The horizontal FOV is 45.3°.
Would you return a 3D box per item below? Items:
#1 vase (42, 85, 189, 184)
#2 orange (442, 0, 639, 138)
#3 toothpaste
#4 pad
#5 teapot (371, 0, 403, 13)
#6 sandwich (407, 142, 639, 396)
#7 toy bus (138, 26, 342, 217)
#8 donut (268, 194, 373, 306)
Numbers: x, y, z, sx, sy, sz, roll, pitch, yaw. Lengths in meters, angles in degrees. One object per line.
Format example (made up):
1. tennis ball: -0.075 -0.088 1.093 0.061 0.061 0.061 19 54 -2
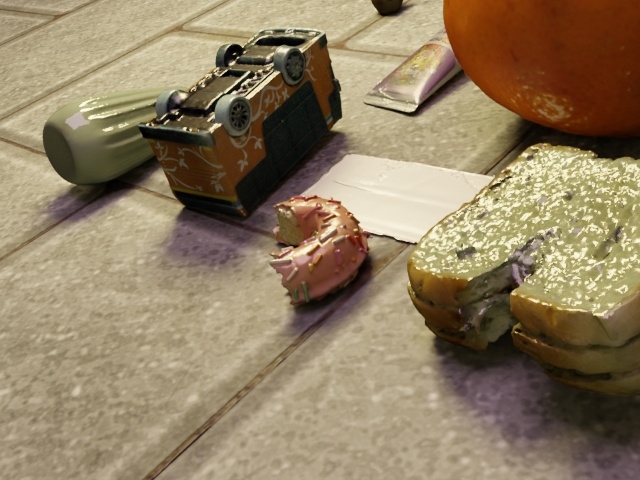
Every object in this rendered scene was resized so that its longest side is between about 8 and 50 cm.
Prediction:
1. vase: -0.296 -0.175 1.186 0.128 0.128 0.248 19 37 40
2. orange: 0.363 -0.315 0.939 0.424 0.326 0.424 -26 32 18
3. toothpaste: 0.200 -0.298 1.220 0.299 0.073 0.114 -42 41 -22
4. pad: 0.084 -0.057 0.965 0.232 0.004 0.156 14 44 36
5. teapot: 0.151 -0.490 1.497 0.110 0.080 0.085 -16 33 0
6. sandwich: 0.225 0.014 0.673 0.249 0.095 0.273 -36 25 -21
7. toy bus: -0.094 -0.170 1.058 0.138 0.167 0.275 11 46 34
8. donut: 0.000 0.000 0.862 0.117 0.065 0.166 -16 35 0
